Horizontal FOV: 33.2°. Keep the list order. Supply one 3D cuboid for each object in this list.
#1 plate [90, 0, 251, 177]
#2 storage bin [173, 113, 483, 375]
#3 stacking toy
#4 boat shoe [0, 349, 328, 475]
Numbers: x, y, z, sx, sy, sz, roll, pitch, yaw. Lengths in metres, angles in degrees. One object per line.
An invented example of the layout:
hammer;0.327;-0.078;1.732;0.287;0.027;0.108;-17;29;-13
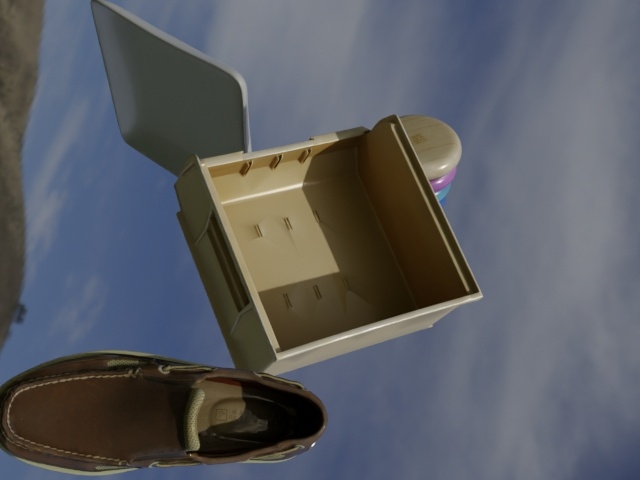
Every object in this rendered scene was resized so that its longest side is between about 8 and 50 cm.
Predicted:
plate;-0.190;-0.185;1.494;0.045;0.278;0.277;-44;152;-29
storage bin;0.000;0.000;1.218;0.260;0.262;0.123;67;-28;16
stacking toy;0.147;-0.046;1.818;0.330;0.141;0.141;94;-9;-45
boat shoe;-0.115;0.128;0.816;0.095;0.257;0.095;160;-70;-63
